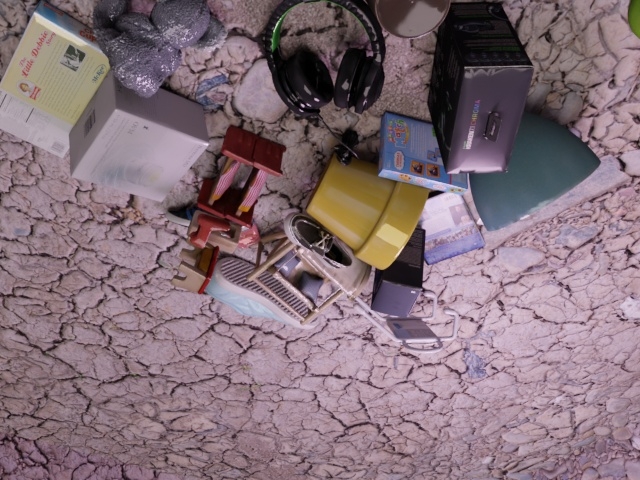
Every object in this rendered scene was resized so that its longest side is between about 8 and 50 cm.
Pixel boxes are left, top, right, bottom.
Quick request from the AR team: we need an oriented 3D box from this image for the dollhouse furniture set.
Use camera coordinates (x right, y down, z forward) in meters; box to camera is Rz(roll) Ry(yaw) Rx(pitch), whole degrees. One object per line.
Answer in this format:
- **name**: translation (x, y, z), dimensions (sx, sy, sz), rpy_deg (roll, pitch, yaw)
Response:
- **dollhouse furniture set**: translation (-0.203, -0.066, 1.391), dimensions (0.152, 0.374, 0.201), rpy_deg (22, 132, -16)

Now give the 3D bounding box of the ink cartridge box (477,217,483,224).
- **ink cartridge box**: translation (0.472, -0.065, 1.649), dimensions (0.083, 0.028, 0.048), rpy_deg (8, 134, -10)

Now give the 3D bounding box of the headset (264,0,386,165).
- **headset**: translation (0.029, -0.346, 1.292), dimensions (0.243, 0.185, 0.394), rpy_deg (2, 127, 19)

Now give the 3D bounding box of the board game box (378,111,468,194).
- **board game box**: translation (0.242, -0.203, 1.412), dimensions (0.211, 0.160, 0.039), rpy_deg (12, 154, -13)

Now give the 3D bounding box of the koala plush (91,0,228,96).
- **koala plush**: translation (-0.308, -0.409, 1.188), dimensions (0.221, 0.203, 0.196), rpy_deg (-29, 130, 10)

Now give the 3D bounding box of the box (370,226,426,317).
- **box**: translation (0.212, 0.079, 1.642), dimensions (0.108, 0.207, 0.153), rpy_deg (13, 141, -1)

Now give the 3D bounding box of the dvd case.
- **dvd case**: translation (0.335, -0.037, 1.679), dimensions (0.180, 0.022, 0.253), rpy_deg (-21, 132, 20)

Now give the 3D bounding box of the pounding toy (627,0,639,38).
- **pounding toy**: translation (0.738, -0.475, 1.188), dimensions (0.183, 0.110, 0.237), rpy_deg (14, 133, -15)

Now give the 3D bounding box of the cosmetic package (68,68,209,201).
- **cosmetic package**: translation (-0.407, -0.225, 1.352), dimensions (0.224, 0.138, 0.224), rpy_deg (15, 136, -41)

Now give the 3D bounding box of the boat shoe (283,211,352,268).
- **boat shoe**: translation (0.000, 0.000, 1.509), dimensions (0.070, 0.078, 0.219), rpy_deg (6, 155, 49)

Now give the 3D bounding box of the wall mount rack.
- **wall mount rack**: translation (0.226, 0.219, 1.784), dimensions (0.304, 0.350, 0.130), rpy_deg (1, 99, -7)

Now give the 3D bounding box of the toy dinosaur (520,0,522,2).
- **toy dinosaur**: translation (0.460, -0.512, 1.208), dimensions (0.082, 0.047, 0.090), rpy_deg (5, 169, -18)

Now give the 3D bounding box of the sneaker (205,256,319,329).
- **sneaker**: translation (-0.178, 0.176, 1.818), dimensions (0.366, 0.135, 0.150), rpy_deg (32, 134, -18)

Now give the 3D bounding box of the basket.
- **basket**: translation (0.154, -0.476, 1.088), dimensions (0.204, 0.227, 0.154), rpy_deg (-33, 127, 27)

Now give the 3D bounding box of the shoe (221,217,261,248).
- **shoe**: translation (-0.255, -0.009, 1.661), dimensions (0.178, 0.063, 0.081), rpy_deg (-15, 131, 8)

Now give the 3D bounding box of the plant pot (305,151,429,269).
- **plant pot**: translation (0.102, -0.090, 1.479), dimensions (0.239, 0.254, 0.254), rpy_deg (26, 130, -6)

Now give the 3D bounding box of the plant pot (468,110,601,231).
- **plant pot**: translation (0.456, -0.181, 1.394), dimensions (0.290, 0.290, 0.195), rpy_deg (-34, 91, 29)

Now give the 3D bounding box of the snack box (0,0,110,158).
- **snack box**: translation (-0.586, -0.339, 1.323), dimensions (0.187, 0.060, 0.322), rpy_deg (28, 128, -28)

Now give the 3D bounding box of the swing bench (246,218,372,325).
- **swing bench**: translation (-0.024, 0.069, 1.675), dimensions (0.254, 0.165, 0.253), rpy_deg (-28, 128, 25)

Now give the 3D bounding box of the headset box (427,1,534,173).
- **headset box**: translation (0.313, -0.305, 1.226), dimensions (0.131, 0.283, 0.246), rpy_deg (-1, 134, 0)

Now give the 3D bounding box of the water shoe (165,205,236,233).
- **water shoe**: translation (-0.313, -0.067, 1.608), dimensions (0.203, 0.080, 0.073), rpy_deg (12, 175, 13)
